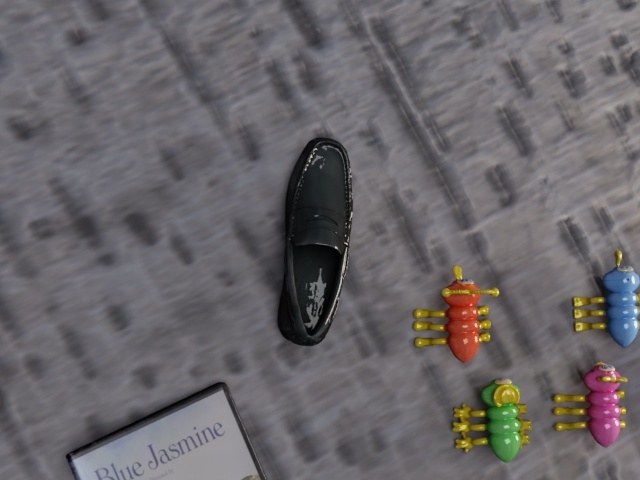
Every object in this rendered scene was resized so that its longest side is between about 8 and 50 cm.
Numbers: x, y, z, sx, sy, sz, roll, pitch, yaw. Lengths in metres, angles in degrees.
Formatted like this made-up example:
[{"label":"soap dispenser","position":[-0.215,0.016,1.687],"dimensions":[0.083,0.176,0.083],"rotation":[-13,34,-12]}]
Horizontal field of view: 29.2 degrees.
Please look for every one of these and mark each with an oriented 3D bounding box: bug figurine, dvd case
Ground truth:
[{"label":"bug figurine","position":[0.248,0.126,1.346],"dimensions":[0.279,0.072,0.216],"rotation":[-5,87,-14]},{"label":"dvd case","position":[-0.128,0.294,1.254],"dimensions":[0.180,0.022,0.253],"rotation":[-24,91,-24]}]

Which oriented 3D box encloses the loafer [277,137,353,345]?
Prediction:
[{"label":"loafer","position":[0.000,0.000,1.292],"dimensions":[0.076,0.078,0.223],"rotation":[9,84,-13]}]
